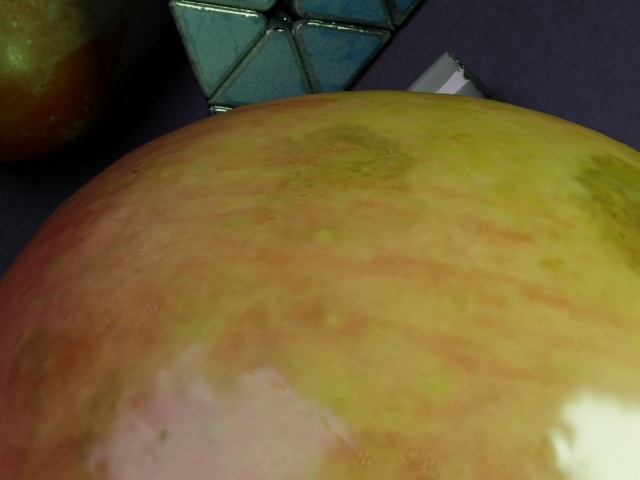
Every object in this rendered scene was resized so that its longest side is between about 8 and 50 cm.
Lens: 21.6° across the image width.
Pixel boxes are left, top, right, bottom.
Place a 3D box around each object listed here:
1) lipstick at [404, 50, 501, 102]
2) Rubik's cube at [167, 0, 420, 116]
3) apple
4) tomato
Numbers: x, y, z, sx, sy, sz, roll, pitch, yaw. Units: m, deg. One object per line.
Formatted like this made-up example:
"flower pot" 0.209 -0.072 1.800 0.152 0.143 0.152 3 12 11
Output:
"lipstick" 0.000 0.000 0.970 0.264 0.059 0.059 -43 44 13
"Rubik's cube" -0.011 -0.116 1.053 0.190 0.211 0.178 3 90 18
"apple" 0.034 0.114 0.660 0.364 0.364 0.364 -22 53 32
"tomato" -0.239 -0.194 1.185 0.270 0.223 0.270 -25 48 32
